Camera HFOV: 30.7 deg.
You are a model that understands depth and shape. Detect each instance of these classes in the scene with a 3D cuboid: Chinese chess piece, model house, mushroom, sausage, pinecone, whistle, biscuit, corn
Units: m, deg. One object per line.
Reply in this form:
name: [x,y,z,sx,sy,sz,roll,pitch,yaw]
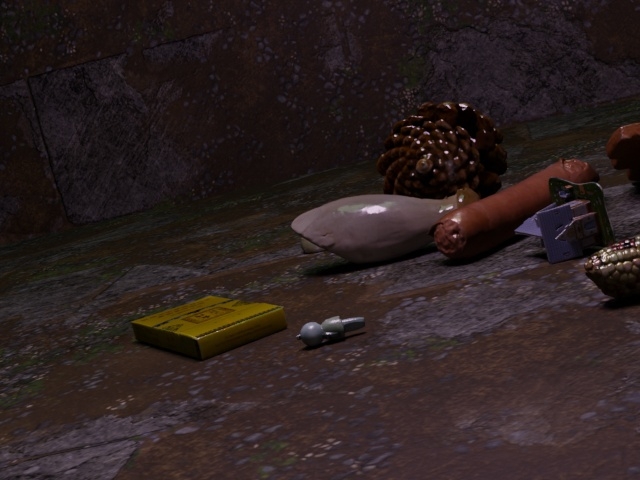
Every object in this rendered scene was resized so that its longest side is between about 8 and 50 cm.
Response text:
Chinese chess piece: [0.000,0.000,2.409,0.084,0.034,0.084,-13,11,3]
model house: [0.369,-0.028,1.811,0.088,0.117,0.167,-21,14,-15]
mushroom: [0.121,-0.029,2.120,0.350,0.128,0.128,-9,10,5]
sausage: [0.353,-0.060,2.064,0.419,0.094,0.094,-24,-8,-39]
pinecone: [0.256,-0.159,2.311,0.264,0.264,0.264,-14,9,2]
whistle: [0.014,0.127,1.655,0.100,0.035,0.035,-13,9,-5]
biscuit: [0.632,-0.177,2.116,0.306,0.043,0.284,9,-20,-42]
corn: [0.463,0.018,1.488,0.253,0.086,0.086,-16,9,0]

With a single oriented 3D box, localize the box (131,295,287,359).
box: [-0.184,0.136,1.881,0.153,0.041,0.279,-18,10,-28]
